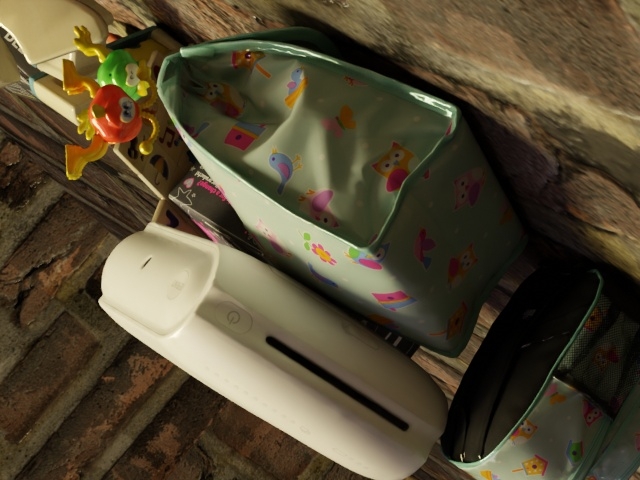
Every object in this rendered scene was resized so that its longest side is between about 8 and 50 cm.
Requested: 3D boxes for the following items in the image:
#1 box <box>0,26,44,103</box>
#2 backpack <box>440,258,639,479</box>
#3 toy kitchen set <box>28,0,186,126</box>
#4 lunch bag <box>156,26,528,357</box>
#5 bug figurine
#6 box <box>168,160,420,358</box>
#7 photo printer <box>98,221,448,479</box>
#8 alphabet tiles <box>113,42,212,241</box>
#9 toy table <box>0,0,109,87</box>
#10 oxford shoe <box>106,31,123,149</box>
[{"bbox_3d":[-0.428,-0.282,2.199,0.242,0.076,0.307,43,170,-24],"label":"box"},{"bbox_3d":[0.189,0.127,1.373,0.144,0.188,0.166,42,170,-14],"label":"backpack"},{"bbox_3d":[-0.208,-0.233,1.626,0.122,0.166,0.207,34,133,27],"label":"toy kitchen set"},{"bbox_3d":[0.008,-0.048,1.359,0.262,0.160,0.223,27,166,33],"label":"lunch bag"},{"bbox_3d":[-0.162,-0.188,1.323,0.072,0.279,0.216,-3,-177,-3],"label":"bug figurine"},{"bbox_3d":[0.000,0.000,1.655,0.163,0.142,0.247,30,166,45],"label":"box"},{"bbox_3d":[-0.041,0.092,1.441,0.256,0.107,0.307,34,174,-20],"label":"photo printer"},{"bbox_3d":[-0.114,-0.067,1.671,0.009,0.198,0.237,-3,145,34],"label":"alphabet tiles"},{"bbox_3d":[-0.327,-0.205,1.462,0.252,0.274,0.161,-29,-78,-72],"label":"toy table"},{"bbox_3d":[-0.198,-0.140,1.899,0.097,0.098,0.271,36,170,21],"label":"oxford shoe"}]
